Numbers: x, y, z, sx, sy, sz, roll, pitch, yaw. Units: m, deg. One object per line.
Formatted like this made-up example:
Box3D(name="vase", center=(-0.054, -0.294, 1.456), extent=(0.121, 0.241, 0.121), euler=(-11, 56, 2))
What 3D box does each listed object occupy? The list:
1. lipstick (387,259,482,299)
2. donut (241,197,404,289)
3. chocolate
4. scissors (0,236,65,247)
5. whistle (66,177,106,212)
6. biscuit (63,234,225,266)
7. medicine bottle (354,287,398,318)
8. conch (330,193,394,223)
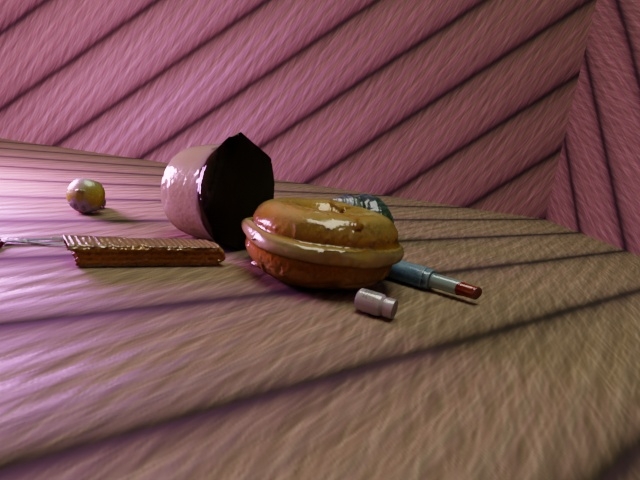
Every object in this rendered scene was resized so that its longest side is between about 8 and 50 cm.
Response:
Box3D(name="lipstick", center=(0.302, 0.107, 1.489), extent=(0.274, 0.061, 0.068), euler=(16, 12, 33))
Box3D(name="donut", center=(0.000, 0.000, 1.445), extent=(0.448, 0.198, 0.449), euler=(9, 10, -2))
Box3D(name="chocolate", center=(-0.335, -0.146, 1.651), extent=(0.297, 0.314, 0.326), euler=(8, -10, 22))
Box3D(name="scissors", center=(-0.735, 0.000, 1.347), extent=(0.247, 0.017, 0.144), euler=(1, 14, -38))
Box3D(name="whistle", center=(-0.771, -0.136, 1.824), extent=(0.122, 0.123, 0.223), euler=(8, -10, -5))
Box3D(name="biscuit", center=(-0.422, 0.028, 1.345), extent=(0.378, 0.054, 0.094), euler=(1, 15, -34))
Box3D(name="medicine bottle", center=(0.123, 0.140, 1.211), extent=(0.089, 0.052, 0.052), euler=(14, 13, 25))
Box3D(name="conch", center=(0.154, -0.097, 2.152), extent=(0.277, 0.195, 0.220), euler=(31, 35, -17))
